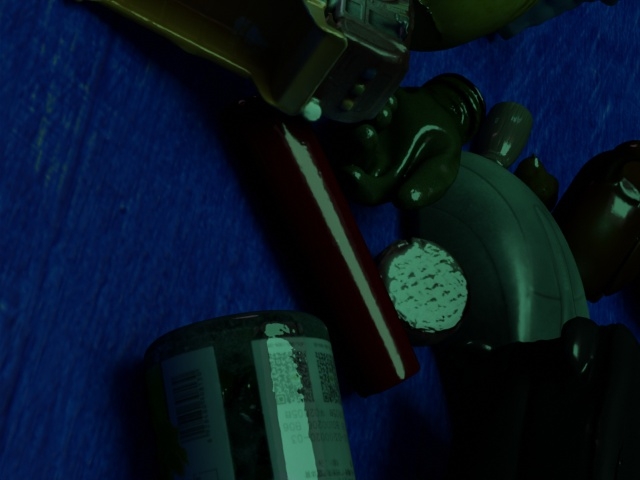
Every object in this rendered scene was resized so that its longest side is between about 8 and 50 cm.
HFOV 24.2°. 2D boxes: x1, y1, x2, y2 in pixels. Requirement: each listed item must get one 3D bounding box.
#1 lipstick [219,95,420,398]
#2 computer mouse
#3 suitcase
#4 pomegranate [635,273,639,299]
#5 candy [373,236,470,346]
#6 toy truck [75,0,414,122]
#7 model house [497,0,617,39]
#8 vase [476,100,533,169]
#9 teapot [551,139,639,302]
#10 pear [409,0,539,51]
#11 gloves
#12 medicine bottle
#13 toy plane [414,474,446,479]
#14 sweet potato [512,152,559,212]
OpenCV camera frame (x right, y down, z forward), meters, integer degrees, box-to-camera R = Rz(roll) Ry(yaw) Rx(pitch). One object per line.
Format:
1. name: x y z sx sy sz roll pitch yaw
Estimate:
1. lipstick: 0.001 -0.001 1.294 0.073 0.073 0.280 -33 100 -55
2. computer mouse: 0.195 0.078 1.479 0.188 0.122 0.371 1 75 -52
3. suitcase: 0.230 0.279 1.261 0.339 0.188 0.345 53 33 -32
4. pomegranate: 0.453 0.012 1.825 0.225 0.187 0.187 48 33 12
5. candy: 0.090 0.048 1.382 0.103 0.043 0.103 8 68 -20
6. toy truck: -0.055 -0.198 1.217 0.270 0.114 0.135 25 39 -18
7. model house: 0.309 -0.448 1.670 0.297 0.339 0.360 58 33 -32
8. vase: 0.195 -0.103 1.622 0.053 0.053 0.101 52 42 -23
9. teapot: 0.317 -0.017 1.595 0.135 0.252 0.178 30 54 6
10. pear: 0.107 -0.328 1.376 0.309 0.309 0.309 29 51 -43
11. gloves: 0.076 -0.093 1.404 0.135 0.107 0.268 45 27 9
12. medicine bottle: -0.039 0.206 1.069 0.141 0.141 0.293 8 65 -51
13. toy plane: 0.125 0.244 1.360 0.111 0.040 0.102 42 53 -36
14. sweet potato: 0.238 -0.053 1.636 0.054 0.053 0.182 46 8 11
